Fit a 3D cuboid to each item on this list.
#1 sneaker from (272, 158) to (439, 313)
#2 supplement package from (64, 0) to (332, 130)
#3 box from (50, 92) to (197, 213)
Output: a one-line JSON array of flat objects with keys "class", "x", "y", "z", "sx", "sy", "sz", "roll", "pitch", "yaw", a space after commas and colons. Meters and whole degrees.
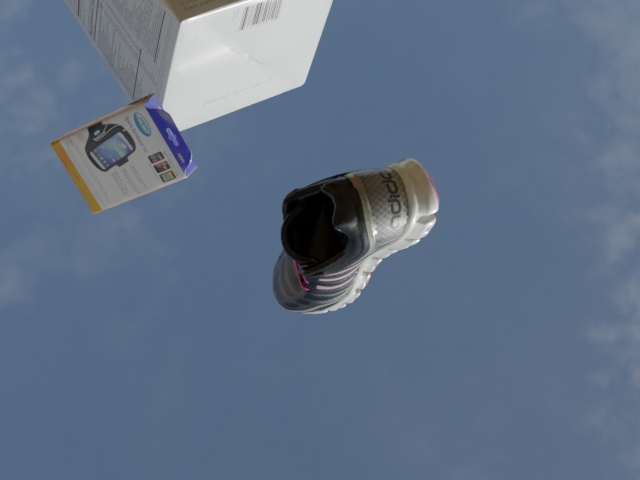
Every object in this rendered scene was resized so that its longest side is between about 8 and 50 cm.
[{"class": "sneaker", "x": 0.000, "y": 0.000, "z": 0.774, "sx": 0.074, "sy": 0.170, "sz": 0.063, "roll": -4, "pitch": -110, "yaw": -31}, {"class": "supplement package", "x": -0.146, "y": -0.292, "z": 1.347, "sx": 0.199, "sy": 0.198, "sz": 0.263, "roll": -24, "pitch": -113, "yaw": -27}, {"class": "box", "x": -0.179, "y": -0.082, "z": 1.167, "sx": 0.136, "sy": 0.081, "sz": 0.028, "roll": -19, "pitch": -159, "yaw": 29}]
